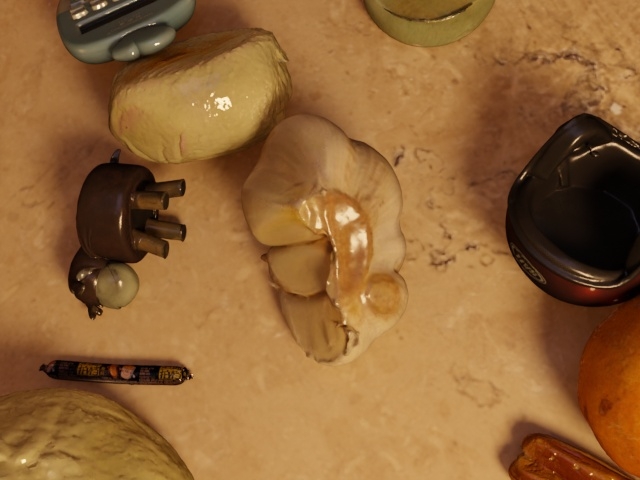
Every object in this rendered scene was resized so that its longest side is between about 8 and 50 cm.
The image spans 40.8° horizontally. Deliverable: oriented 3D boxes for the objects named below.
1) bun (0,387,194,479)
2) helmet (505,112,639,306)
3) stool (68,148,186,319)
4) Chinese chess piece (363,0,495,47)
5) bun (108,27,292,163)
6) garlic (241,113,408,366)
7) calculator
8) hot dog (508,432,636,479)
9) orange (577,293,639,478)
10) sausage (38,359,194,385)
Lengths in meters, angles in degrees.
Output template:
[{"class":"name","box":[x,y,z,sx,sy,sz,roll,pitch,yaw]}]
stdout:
[{"class":"bun","box":[-0.305,0.324,0.902,0.352,0.227,0.349,17,71,11]},{"class":"helmet","box":[0.312,-0.025,0.964,0.216,0.193,0.189,-29,63,-16]},{"class":"stool","box":[-0.243,-0.005,1.071,0.121,0.125,0.217,9,81,9]},{"class":"Chinese chess piece","box":[0.148,-0.355,1.169,0.188,0.083,0.189,-2,73,7]},{"class":"bun","box":[-0.144,-0.178,1.095,0.243,0.153,0.244,-11,29,6]},{"class":"garlic","box":[0.010,-0.012,1.012,0.184,0.203,0.281,-32,106,-29]},{"class":"calculator","box":[-0.265,-0.314,1.166,0.188,0.042,0.303,-25,44,-5]},{"class":"hot dog","box":[0.290,0.271,0.940,0.165,0.045,0.071,26,74,15]},{"class":"orange","box":[0.384,0.152,0.904,0.224,0.170,0.224,0,96,-2]},{"class":"sausage","box":[-0.253,0.163,1.061,0.198,0.025,0.028,3,73,8]}]
